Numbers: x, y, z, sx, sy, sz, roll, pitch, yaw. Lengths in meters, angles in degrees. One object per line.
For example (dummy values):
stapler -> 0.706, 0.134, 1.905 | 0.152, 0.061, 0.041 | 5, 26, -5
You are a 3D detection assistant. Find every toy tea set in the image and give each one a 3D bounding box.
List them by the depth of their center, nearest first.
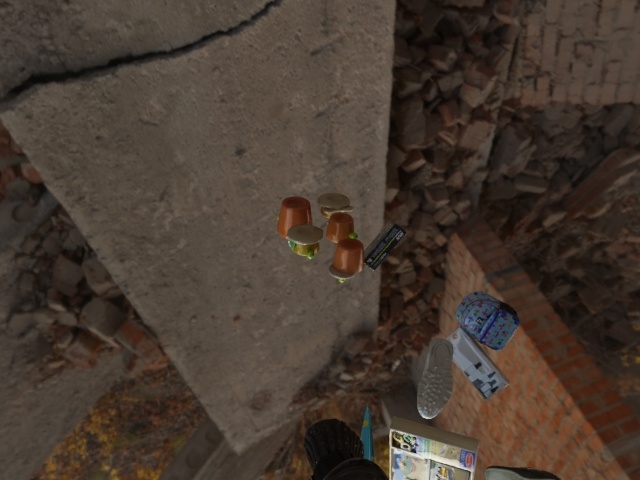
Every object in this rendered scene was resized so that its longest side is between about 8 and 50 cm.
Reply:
toy tea set -> 0.000, 0.000, 1.337 | 0.199, 0.336, 0.124 | -2, 121, -9

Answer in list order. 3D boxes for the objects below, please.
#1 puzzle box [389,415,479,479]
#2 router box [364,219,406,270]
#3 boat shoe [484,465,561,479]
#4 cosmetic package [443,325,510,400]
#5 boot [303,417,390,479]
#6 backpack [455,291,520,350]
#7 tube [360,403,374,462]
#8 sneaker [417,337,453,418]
puzzle box -> 0.359, 0.756, 1.741 | 0.272, 0.052, 0.409 | 8, 125, 21
router box -> 0.150, 0.010, 1.305 | 0.038, 0.092, 0.122 | 39, 95, -6
boat shoe -> 0.643, 0.759, 1.705 | 0.233, 0.084, 0.079 | 2, -169, 21
cosmetic package -> 0.517, 0.409, 1.809 | 0.099, 0.239, 0.060 | -43, 163, 14
boot -> 0.041, 0.414, 0.950 | 0.131, 0.260, 0.348 | -1, 128, -5
backpack -> 0.544, 0.260, 1.775 | 0.173, 0.117, 0.158 | 30, 109, -6
tube -> 0.141, 0.608, 1.622 | 0.052, 0.207, 0.080 | 5, 142, 1
sneaker -> 0.318, 0.389, 1.482 | 0.090, 0.235, 0.095 | 17, 142, 12
